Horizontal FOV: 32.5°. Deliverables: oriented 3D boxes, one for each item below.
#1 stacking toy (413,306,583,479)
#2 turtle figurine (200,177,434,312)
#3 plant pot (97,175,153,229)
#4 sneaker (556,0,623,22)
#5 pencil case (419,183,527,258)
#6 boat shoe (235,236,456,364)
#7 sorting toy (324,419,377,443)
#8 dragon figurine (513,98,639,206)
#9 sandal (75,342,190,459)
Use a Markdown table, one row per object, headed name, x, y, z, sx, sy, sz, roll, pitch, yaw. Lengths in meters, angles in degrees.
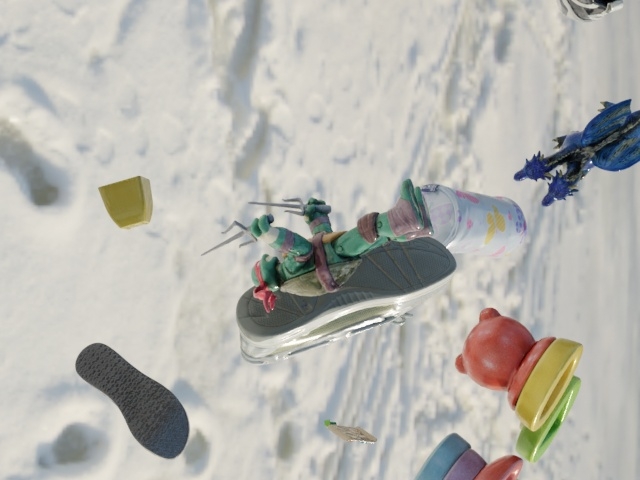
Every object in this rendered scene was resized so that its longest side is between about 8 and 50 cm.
| name | x | y | z | sx | sy | sz | roll | pitch | yaw |
| --- | --- | --- | --- | --- | --- | --- | --- | --- | --- |
| stacking toy | 0.211 | 0.247 | 1.413 | 0.309 | 0.130 | 0.279 | -59 | 158 | -2 |
| turtle figurine | 0.000 | 0.000 | 1.190 | 0.175 | 0.234 | 0.118 | -55 | 127 | -75 |
| plant pot | -0.349 | -0.065 | 2.009 | 0.081 | 0.081 | 0.083 | 31 | 43 | -84 |
| sneaker | 0.333 | -0.389 | 1.389 | 0.153 | 0.094 | 0.235 | -127 | -157 | -73 |
| pencil case | 0.240 | -0.029 | 1.843 | 0.273 | 0.124 | 0.114 | 4 | 88 | -53 |
| boat shoe | 0.036 | 0.081 | 1.499 | 0.118 | 0.320 | 0.103 | 55 | -23 | 33 |
| sorting toy | 0.042 | 0.301 | 1.724 | 0.062 | 0.083 | 0.012 | 9 | 99 | -36 |
| dragon figurine | 0.398 | -0.141 | 1.496 | 0.085 | 0.289 | 0.144 | 58 | 8 | -5 |
| sandal | -0.309 | 0.268 | 1.863 | 0.097 | 0.254 | 0.054 | -42 | 158 | -13 |
